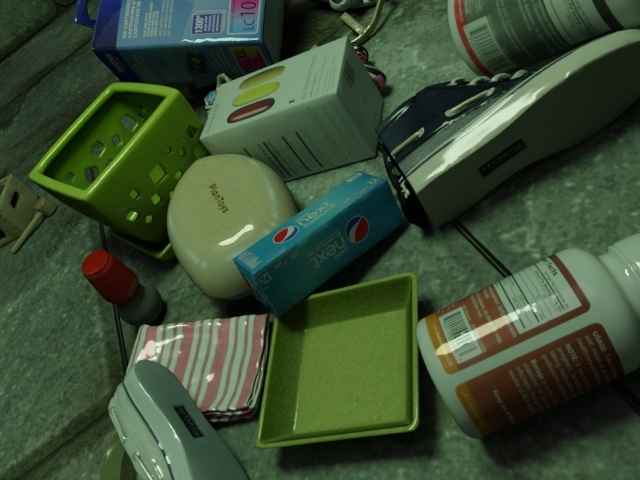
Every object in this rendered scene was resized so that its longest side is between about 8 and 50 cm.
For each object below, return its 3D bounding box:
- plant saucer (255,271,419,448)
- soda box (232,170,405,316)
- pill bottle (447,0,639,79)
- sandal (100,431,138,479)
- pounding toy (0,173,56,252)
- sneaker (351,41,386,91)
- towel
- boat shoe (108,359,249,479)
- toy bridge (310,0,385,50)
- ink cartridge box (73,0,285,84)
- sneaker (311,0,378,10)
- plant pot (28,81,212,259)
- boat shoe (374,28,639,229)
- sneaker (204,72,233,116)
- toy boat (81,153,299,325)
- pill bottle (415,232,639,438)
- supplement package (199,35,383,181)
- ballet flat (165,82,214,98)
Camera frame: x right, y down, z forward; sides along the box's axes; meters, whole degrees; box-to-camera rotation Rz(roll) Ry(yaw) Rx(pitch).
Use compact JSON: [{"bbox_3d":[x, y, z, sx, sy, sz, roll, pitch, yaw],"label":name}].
[{"bbox_3d":[0.029,0.141,0.694,0.188,0.045,0.188,-15,47,25],"label":"plant saucer"},{"bbox_3d":[0.000,0.000,0.780,0.210,0.071,0.067,-36,29,-16],"label":"soda box"},{"bbox_3d":[0.312,-0.312,0.752,0.283,0.161,0.161,-11,46,49],"label":"pill bottle"},{"bbox_3d":[-0.226,0.324,0.683,0.120,0.086,0.303,-30,39,4],"label":"sandal"},{"bbox_3d":[-0.691,-0.059,1.359,0.206,0.094,0.181,-25,43,17],"label":"pounding toy"},{"bbox_3d":[0.061,-0.297,1.043,0.075,0.063,0.170,-51,37,-4],"label":"sneaker"},{"bbox_3d":[-0.166,0.163,0.797,0.197,0.029,0.144,-7,49,13],"label":"towel"},{"bbox_3d":[-0.156,0.252,0.685,0.084,0.095,0.258,-50,53,12],"label":"boat shoe"},{"bbox_3d":[0.063,-0.395,1.140,0.188,0.026,0.063,-46,68,8],"label":"toy bridge"},{"bbox_3d":[-0.277,-0.458,1.217,0.395,0.151,0.270,0,74,11],"label":"ink cartridge box"},{"bbox_3d":[0.122,-0.589,1.211,0.366,0.137,0.210,-40,42,6],"label":"sneaker"},{"bbox_3d":[-0.298,-0.108,1.030,0.228,0.207,0.227,18,65,44],"label":"plant pot"},{"bbox_3d":[0.221,-0.170,0.763,0.340,0.127,0.158,-32,49,10],"label":"boat shoe"},{"bbox_3d":[-0.189,-0.230,1.151,0.069,0.084,0.185,-16,46,24],"label":"sneaker"},{"bbox_3d":[-0.179,0.011,0.908,0.318,0.148,0.267,-28,47,1],"label":"toy boat"},{"bbox_3d":[0.207,0.083,0.559,0.216,0.121,0.121,-28,42,12],"label":"pill bottle"},{"bbox_3d":[-0.043,-0.191,0.972,0.244,0.134,0.139,-13,47,27],"label":"supplement package"},{"bbox_3d":[-0.190,-0.434,1.327,0.348,0.123,0.123,-44,41,-6],"label":"ballet flat"}]
